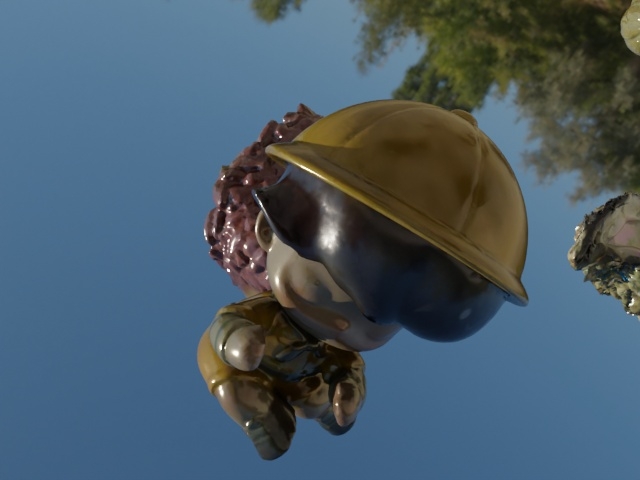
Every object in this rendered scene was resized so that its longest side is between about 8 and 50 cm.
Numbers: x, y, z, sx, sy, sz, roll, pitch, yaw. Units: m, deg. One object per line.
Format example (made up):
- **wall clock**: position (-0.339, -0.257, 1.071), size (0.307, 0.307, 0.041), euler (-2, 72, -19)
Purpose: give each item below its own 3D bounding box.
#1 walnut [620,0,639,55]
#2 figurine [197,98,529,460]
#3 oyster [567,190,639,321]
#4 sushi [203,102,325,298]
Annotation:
- **walnut**: position (0.343, -0.219, 0.866), size (0.092, 0.092, 0.092), euler (28, -158, -12)
- **figurine**: position (0.017, 0.020, 0.579), size (0.192, 0.257, 0.167), euler (23, -145, -41)
- **oyster**: position (0.438, 0.030, 1.172), size (0.259, 0.092, 0.198), euler (8, -122, -42)
- **sushi**: position (0.000, 0.000, 0.983), size (0.171, 0.236, 0.270), euler (26, 164, 26)
